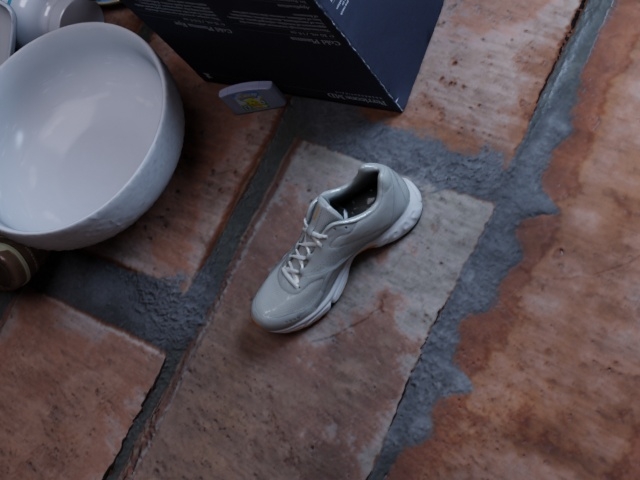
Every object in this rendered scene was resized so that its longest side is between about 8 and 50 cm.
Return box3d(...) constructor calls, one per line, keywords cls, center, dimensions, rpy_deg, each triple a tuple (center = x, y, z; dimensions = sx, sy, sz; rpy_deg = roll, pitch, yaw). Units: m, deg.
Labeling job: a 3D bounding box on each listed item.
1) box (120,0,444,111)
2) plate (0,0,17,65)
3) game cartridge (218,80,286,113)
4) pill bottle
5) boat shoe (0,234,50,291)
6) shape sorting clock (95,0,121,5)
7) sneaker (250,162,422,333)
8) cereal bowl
box3d(cls="box", center=(-0.066, -0.332, 1.379), dimensions=(0.343, 0.312, 0.179), rpy_deg=(14, 75, 29))
box3d(cls="plate", center=(-0.560, -0.291, 1.666), dimensions=(0.278, 0.045, 0.277), rpy_deg=(33, 128, 24))
box3d(cls="game cartridge", center=(-0.096, -0.199, 1.488), dimensions=(0.083, 0.056, 0.017), rpy_deg=(-7, 60, 24))
box3d(cls="pill bottle", center=(-0.463, -0.361, 1.684), dimensions=(0.264, 0.146, 0.146), rpy_deg=(22, 80, 31))
box3d(cls="boat shoe", center=(-0.495, 0.020, 1.587), dimensions=(0.257, 0.095, 0.095), rpy_deg=(9, 38, 36))
box3d(cls="shape sorting clock", center=(-0.321, -0.465, 1.721), dimensions=(0.206, 0.040, 0.206), rpy_deg=(-10, 65, 22))
box3d(cls="sneaker", center=(0.000, 0.000, 1.318), dimensions=(0.262, 0.121, 0.099), rpy_deg=(-45, 56, 2))
box3d(cls="cereal bowl", center=(-0.335, -0.133, 1.521), dimensions=(0.339, 0.141, 0.339), rpy_deg=(-9, 63, 19))
